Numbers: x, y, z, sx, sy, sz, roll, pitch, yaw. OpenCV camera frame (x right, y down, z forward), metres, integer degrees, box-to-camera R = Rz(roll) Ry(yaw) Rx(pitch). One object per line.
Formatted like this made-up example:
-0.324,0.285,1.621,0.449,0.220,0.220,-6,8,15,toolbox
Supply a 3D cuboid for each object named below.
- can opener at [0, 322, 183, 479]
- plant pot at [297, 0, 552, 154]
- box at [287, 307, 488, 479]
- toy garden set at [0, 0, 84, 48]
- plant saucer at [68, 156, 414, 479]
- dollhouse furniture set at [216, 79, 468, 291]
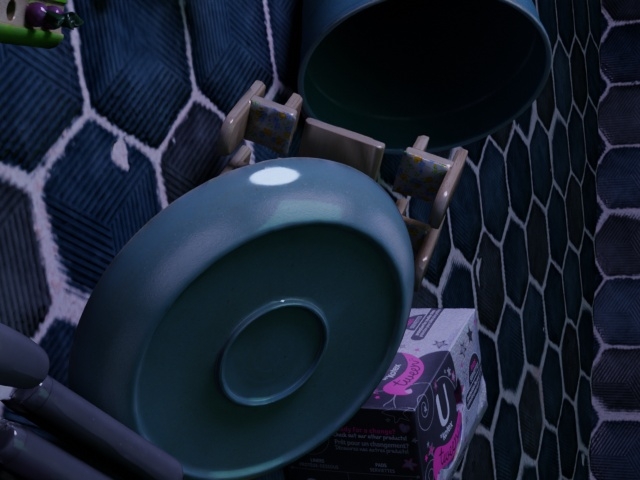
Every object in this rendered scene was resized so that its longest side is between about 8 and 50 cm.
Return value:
-0.185,0.127,0.791,0.283,0.095,0.076,43,59,-39,can opener
0.100,-0.278,1.314,0.271,0.272,0.255,51,28,-53,plant pot
0.078,0.182,1.304,0.247,0.163,0.142,-46,131,-58,box
-0.176,-0.239,0.693,0.204,0.049,0.244,-31,130,-78,toy garden set
-0.046,0.083,0.946,0.318,0.044,0.317,-19,128,-25,plant saucer
-0.009,0.010,1.085,0.161,0.212,0.242,-60,167,-52,dollhouse furniture set
